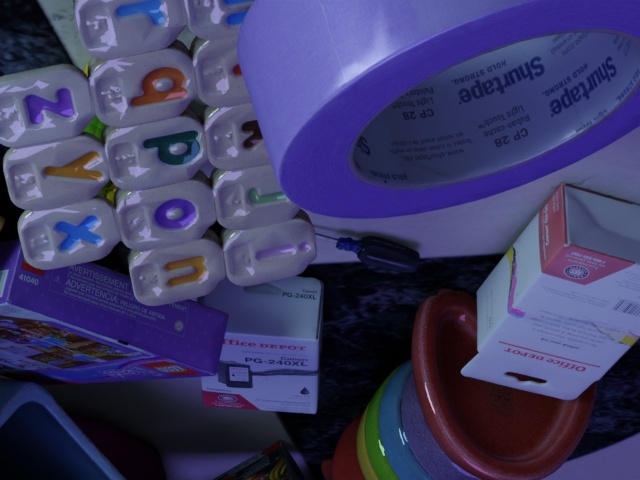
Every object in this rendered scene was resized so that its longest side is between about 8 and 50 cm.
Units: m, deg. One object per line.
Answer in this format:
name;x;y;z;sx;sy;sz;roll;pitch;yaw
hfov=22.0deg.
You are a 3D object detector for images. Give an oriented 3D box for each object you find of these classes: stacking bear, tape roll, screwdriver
stacking bear;0.103;0.182;1.517;0.175;0.164;0.289;17;151;-18
tape roll;0.093;-0.113;0.990;0.275;0.090;0.275;-15;161;-6
screwdriver;0.000;0.000;1.349;0.170;0.025;0.024;11;148;-11

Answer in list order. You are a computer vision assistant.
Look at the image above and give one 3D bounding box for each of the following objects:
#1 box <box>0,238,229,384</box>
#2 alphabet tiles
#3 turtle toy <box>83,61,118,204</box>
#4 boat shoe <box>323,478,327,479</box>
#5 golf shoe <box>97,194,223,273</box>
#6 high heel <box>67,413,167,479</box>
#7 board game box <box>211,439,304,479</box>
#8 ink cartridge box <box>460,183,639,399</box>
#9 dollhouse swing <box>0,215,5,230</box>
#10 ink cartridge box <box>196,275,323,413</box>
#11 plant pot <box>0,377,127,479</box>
box;-0.244;0.066;1.379;0.201;0.057;0.293;24;160;-37
alphabet tiles;-0.081;-0.072;1.142;0.278;0.021;0.284;-12;132;-7
turtle toy;-0.150;-0.068;1.209;0.130;0.095;0.066;26;164;-29
boat shoe;0.014;0.285;1.739;0.341;0.127;0.158;-8;141;6
golf shoe;-0.150;-0.032;1.284;0.094;0.077;0.198;-22;147;21
high heel;-0.219;0.324;1.760;0.127;0.181;0.377;-9;146;23
board game box;-0.148;0.330;1.640;0.305;0.193;0.053;-31;108;1
ink cartridge box;0.201;0.048;1.338;0.115;0.067;0.198;15;140;-15
dollhouse swing;-0.479;-0.059;1.255;0.347;0.305;0.315;37;98;-29
ink cartridge box;-0.053;0.093;1.470;0.109;0.063;0.150;4;149;2
plant pot;-0.339;0.275;1.560;0.252;0.248;0.247;12;145;52
